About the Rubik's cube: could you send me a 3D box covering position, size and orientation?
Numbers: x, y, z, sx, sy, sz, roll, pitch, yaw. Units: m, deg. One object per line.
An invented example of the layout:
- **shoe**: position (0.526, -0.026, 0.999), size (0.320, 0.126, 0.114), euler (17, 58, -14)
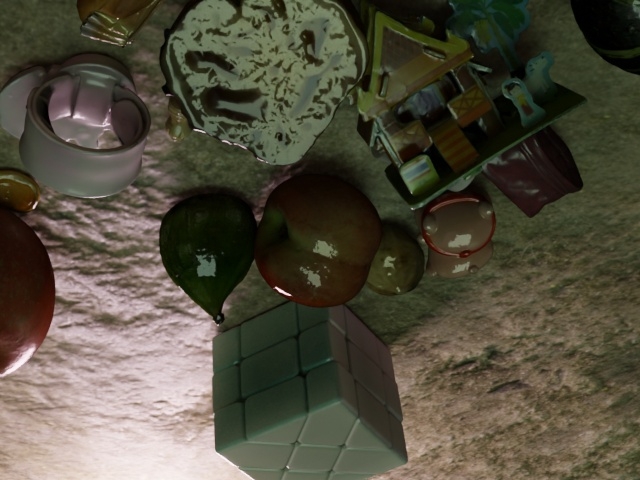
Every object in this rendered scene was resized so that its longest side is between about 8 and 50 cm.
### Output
- **Rubik's cube**: position (-0.028, 0.351, 2.245), size (0.322, 0.316, 0.319), euler (-27, 134, 18)

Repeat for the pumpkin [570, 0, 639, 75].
- **pumpkin**: position (0.548, -0.408, 1.560), size (0.323, 0.241, 0.323), euler (-7, 137, -6)

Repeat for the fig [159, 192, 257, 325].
- **fig**: position (-0.215, 0.042, 1.944), size (0.203, 0.235, 0.203), euler (-3, 142, -2)

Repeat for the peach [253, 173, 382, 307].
- **peach**: position (0.000, 0.000, 1.925), size (0.252, 0.252, 0.252), euler (-4, 137, -4)

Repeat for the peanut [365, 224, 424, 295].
- **peanut**: position (0.144, 0.041, 2.089), size (0.140, 0.109, 0.159), euler (-13, 126, -10)

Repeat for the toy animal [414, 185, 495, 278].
- **toy animal**: position (0.270, -0.021, 2.011), size (0.171, 0.171, 0.198), euler (-10, 145, 3)

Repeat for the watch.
- **watch**: position (-0.415, -0.175, 1.683), size (0.244, 0.231, 0.196), euler (5, 138, -18)

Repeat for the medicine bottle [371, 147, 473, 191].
- **medicine bottle**: position (0.194, -0.164, 1.875), size (0.186, 0.103, 0.103), euler (18, 132, -26)

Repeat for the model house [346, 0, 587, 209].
- **model house**: position (0.207, -0.281, 1.641), size (0.357, 0.242, 0.313), euler (-30, 112, 5)

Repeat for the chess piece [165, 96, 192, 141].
- **chess piece**: position (-0.242, -0.240, 1.765), size (0.060, 0.060, 0.172), euler (4, 140, -12)

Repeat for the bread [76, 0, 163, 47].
- **bread**: position (-0.272, -0.413, 1.515), size (0.107, 0.136, 0.241), euler (27, 126, -29)

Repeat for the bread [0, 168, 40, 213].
- **bread**: position (-0.581, -0.090, 1.900), size (0.110, 0.024, 0.110), euler (-5, 137, -4)

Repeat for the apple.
- **apple**: position (-0.667, 0.100, 1.901), size (0.348, 0.277, 0.348), euler (-3, 143, -2)

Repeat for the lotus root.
- **lotus root**: position (-0.092, -0.321, 1.581), size (0.316, 0.250, 0.316), euler (-1, 126, -2)

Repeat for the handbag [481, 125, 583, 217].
- **handbag**: position (0.385, -0.156, 1.880), size (0.135, 0.146, 0.225), euler (-30, 131, 27)
